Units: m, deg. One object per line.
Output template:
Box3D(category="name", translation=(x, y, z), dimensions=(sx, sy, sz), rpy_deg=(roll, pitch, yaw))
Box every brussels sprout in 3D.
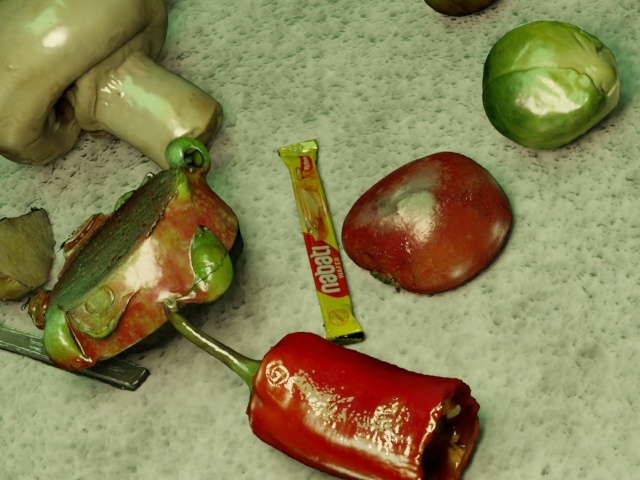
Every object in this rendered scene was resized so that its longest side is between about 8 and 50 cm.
Box3D(category="brussels sprout", translation=(0.253, -0.174, 1.909), dimensions=(0.155, 0.117, 0.155), rpy_deg=(-1, 71, 4))

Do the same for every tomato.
Box3D(category="tomato", translation=(0.108, -0.036, 1.885), dimensions=(0.189, 0.099, 0.173), rpy_deg=(28, 73, 36))

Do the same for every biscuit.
Box3D(category="biscuit", translation=(0.000, 0.000, 1.954), dimensions=(0.048, 0.026, 0.292), rpy_deg=(-9, 52, -7))

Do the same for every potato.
Box3D(category="potato", translation=(-0.382, 0.029, 2.059), dimensions=(0.089, 0.172, 0.101), rpy_deg=(-34, 90, 21))

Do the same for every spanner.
Box3D(category="spanner", translation=(-0.335, 0.121, 2.013), dimensions=(0.325, 0.026, 0.093), rpy_deg=(14, 63, 28))

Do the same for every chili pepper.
Box3D(category="chili pepper", translation=(-0.008, 0.165, 1.776), dimensions=(0.338, 0.131, 0.135), rpy_deg=(15, 89, 26))

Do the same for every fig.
Box3D(category="fig", translation=(0.153, -0.332, 2.034), dimensions=(0.103, 0.154, 0.109), rpy_deg=(25, 79, 50))

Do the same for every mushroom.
Box3D(category="mushroom", translation=(-0.271, -0.182, 2.073), dimensions=(0.290, 0.292, 0.292), rpy_deg=(44, 80, 8))

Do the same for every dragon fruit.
Box3D(category="dragon fruit", translation=(-0.197, 0.026, 1.920), dimensions=(0.295, 0.130, 0.268), rpy_deg=(-52, 19, -7))
